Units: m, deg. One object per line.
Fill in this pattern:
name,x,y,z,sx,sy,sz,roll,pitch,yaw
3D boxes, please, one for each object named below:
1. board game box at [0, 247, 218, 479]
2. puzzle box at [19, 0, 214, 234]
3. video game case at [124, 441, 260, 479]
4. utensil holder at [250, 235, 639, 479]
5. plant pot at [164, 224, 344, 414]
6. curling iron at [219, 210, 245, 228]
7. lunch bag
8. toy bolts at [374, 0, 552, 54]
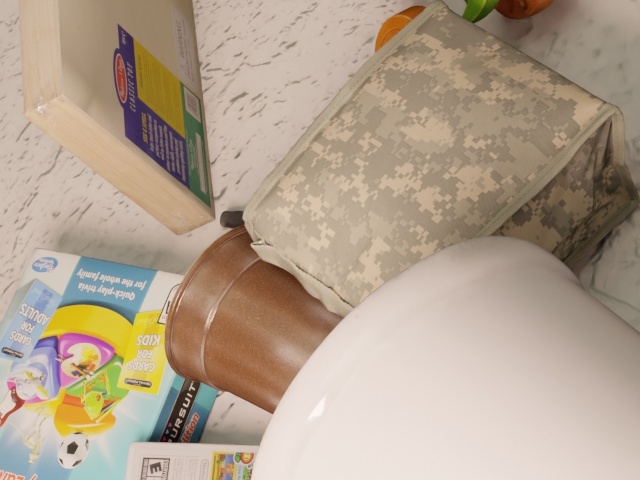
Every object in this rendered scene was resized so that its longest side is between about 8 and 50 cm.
board game box,-0.245,0.186,1.612,0.254,0.079,0.336,8,69,36
puzzle box,-0.223,-0.234,1.712,0.052,0.272,0.409,-23,53,20
video game case,-0.083,0.292,1.434,0.206,0.026,0.227,1,62,8
utensil holder,0.189,0.231,1.149,0.327,0.327,0.385,-49,50,-1
plant pot,-0.029,0.093,1.484,0.165,0.167,0.167,29,82,31
curling iron,0.000,0.000,1.589,0.274,0.035,0.068,16,73,37
lunch bag,0.101,-0.035,1.426,0.287,0.169,0.235,-42,53,-14
toy bolts,0.137,-0.269,1.626,0.228,0.158,0.218,53,138,30
